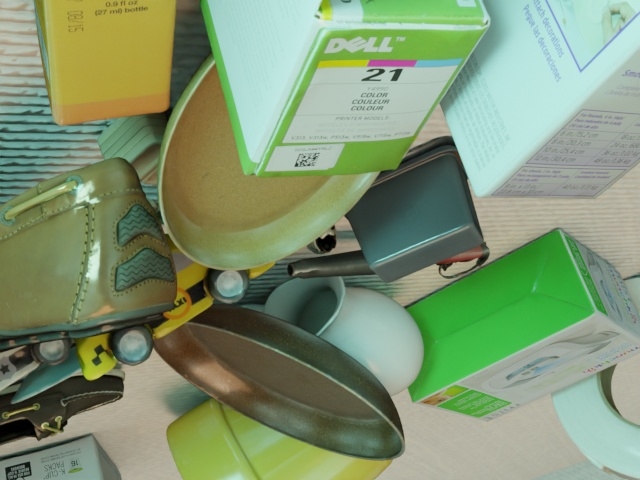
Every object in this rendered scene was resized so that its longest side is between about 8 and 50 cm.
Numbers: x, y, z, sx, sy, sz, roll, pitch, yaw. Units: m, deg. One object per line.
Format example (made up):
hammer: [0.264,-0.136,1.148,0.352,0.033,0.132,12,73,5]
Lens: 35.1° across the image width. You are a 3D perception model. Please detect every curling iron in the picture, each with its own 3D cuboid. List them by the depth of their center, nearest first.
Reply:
curling iron: [0.080,0.026,1.091,0.274,0.035,0.068,-5,155,-39]

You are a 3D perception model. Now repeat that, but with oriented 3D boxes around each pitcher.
pitcher: [0.010,0.111,1.177,0.177,0.125,0.207,-9,151,35]

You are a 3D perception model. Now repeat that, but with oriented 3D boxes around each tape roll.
tape roll: [0.470,0.199,1.420,0.286,0.286,0.100,-25,154,16]

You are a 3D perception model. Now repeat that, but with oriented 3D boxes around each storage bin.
storage bin: [0.091,-0.021,0.974,0.135,0.091,0.098,-23,154,13]

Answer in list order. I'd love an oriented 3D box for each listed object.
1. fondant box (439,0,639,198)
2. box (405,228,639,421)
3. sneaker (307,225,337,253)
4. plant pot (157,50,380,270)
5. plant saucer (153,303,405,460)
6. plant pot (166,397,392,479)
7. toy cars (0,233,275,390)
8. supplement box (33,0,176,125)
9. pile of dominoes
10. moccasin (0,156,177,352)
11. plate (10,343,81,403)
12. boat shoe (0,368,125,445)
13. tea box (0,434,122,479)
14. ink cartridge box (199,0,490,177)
fondant box: [0.160,-0.204,0.481,0.096,0.238,0.330,0,150,-30]
box: [0.259,0.119,1.320,0.262,0.127,0.231,-30,150,23]
sneaker: [0.000,0.000,1.020,0.032,0.037,0.083,-16,156,-7]
plant pot: [-0.027,-0.082,0.752,0.236,0.032,0.236,-31,144,-26]
plant saucer: [-0.043,0.153,1.124,0.310,0.050,0.311,22,155,11]
plant pot: [-0.042,0.294,1.367,0.239,0.254,0.254,-32,154,-4]
toy cars: [-0.225,0.063,0.909,0.393,0.087,0.176,-21,-162,28]
supplement box: [-0.125,-0.164,0.574,0.078,0.080,0.233,-10,155,-17]
pile of dominoes: [-0.063,-0.077,0.857,0.196,0.040,0.251,-36,156,34]
moccasin: [-0.280,0.019,0.776,0.380,0.147,0.139,-13,177,38]
plate: [-0.236,0.109,1.037,0.188,0.024,0.188,-30,-176,2]
boat shoe: [-0.336,0.202,1.177,0.227,0.069,0.081,-10,154,-13]
tea box: [-0.426,0.486,1.395,0.329,0.324,0.220,-14,154,-7]
ink cartridge box: [0.017,-0.178,0.502,0.097,0.189,0.255,-4,151,-24]
